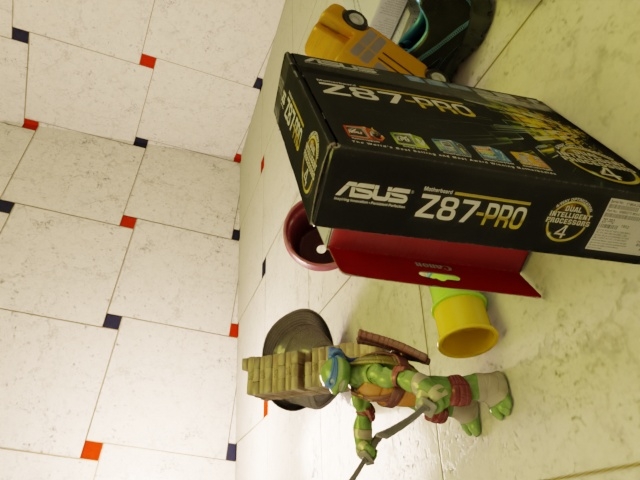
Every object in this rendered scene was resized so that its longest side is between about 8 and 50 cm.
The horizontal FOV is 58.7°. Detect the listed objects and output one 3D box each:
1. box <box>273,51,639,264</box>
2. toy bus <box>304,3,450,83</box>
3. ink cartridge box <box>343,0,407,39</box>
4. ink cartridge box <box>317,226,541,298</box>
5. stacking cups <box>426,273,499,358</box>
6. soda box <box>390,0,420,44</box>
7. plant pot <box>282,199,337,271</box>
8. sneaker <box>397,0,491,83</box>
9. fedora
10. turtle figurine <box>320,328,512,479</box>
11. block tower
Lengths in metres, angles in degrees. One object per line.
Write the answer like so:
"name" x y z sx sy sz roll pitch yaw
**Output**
"box" 0.158 -0.107 0.679 0.318 0.395 0.097 -108 29 -58
"toy bus" 0.117 -0.268 1.009 0.130 0.333 0.108 -57 3 -37
"ink cartridge box" 0.110 -0.556 1.264 0.330 0.071 0.324 118 154 -45
"ink cartridge box" 0.153 -0.053 0.820 0.272 0.310 0.130 -113 34 -58
"stacking cups" 0.210 0.043 0.970 0.316 0.096 0.096 -97 22 -43
"soda box" 0.190 -0.504 1.259 0.286 0.098 0.091 -101 26 -46
"plant pot" 0.000 0.000 1.548 0.180 0.201 0.201 98 174 -72
"sneaker" 0.192 -0.327 1.104 0.125 0.140 0.340 -105 26 -47
"fedora" -0.023 0.324 1.462 0.124 0.244 0.275 13 113 46
"turtle figurine" 0.134 0.266 0.819 0.274 0.266 0.197 -120 40 -65
"block tower" -0.015 0.298 1.288 0.336 0.091 0.097 -12 63 25
